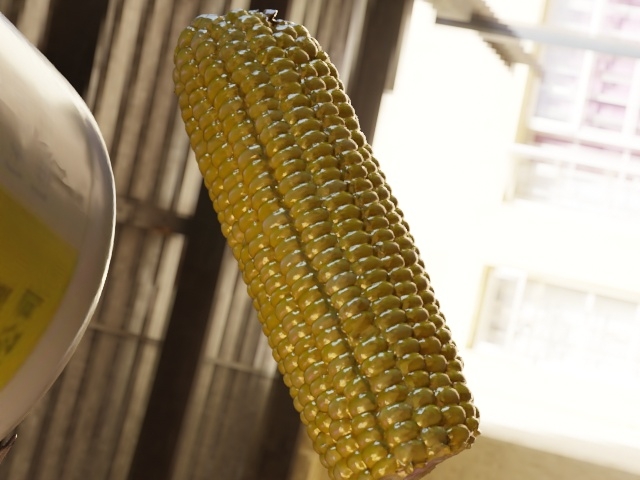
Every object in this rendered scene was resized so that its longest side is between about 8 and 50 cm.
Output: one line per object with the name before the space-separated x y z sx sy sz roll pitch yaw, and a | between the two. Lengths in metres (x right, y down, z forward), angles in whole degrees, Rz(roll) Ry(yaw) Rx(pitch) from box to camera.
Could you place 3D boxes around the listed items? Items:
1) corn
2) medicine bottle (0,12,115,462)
corn | 0.000 0.000 0.741 0.081 0.081 0.248 54 -168 -67
medicine bottle | -0.241 -0.062 0.530 0.379 0.213 0.214 47 -124 -54
